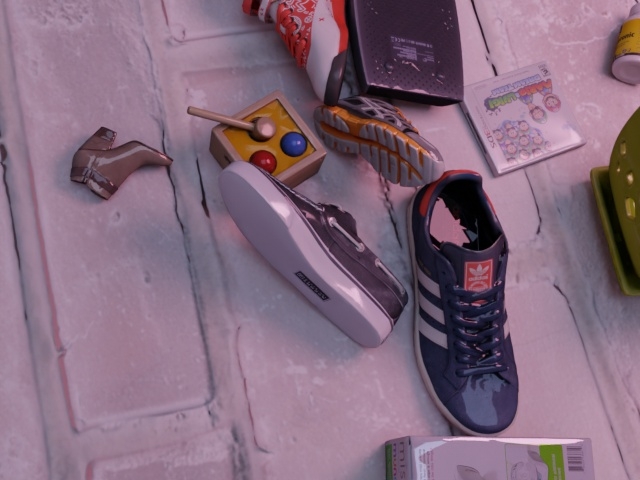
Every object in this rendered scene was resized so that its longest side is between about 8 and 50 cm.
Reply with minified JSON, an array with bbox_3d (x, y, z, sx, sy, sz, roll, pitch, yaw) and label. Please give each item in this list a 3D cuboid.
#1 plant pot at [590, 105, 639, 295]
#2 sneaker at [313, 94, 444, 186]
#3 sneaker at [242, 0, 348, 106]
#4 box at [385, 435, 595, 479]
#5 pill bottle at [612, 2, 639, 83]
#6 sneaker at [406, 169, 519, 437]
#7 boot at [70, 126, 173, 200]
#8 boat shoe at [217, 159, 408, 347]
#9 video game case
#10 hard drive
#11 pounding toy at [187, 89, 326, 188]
[{"bbox_3d":[0.507,-0.045,1.103,0.227,0.207,0.228,-5,70,-12],"label":"plant pot"},{"bbox_3d":[0.087,-0.144,1.096,0.083,0.084,0.215,-33,50,-29],"label":"sneaker"},{"bbox_3d":[-0.038,-0.297,1.133,0.145,0.090,0.270,6,57,-7],"label":"sneaker"},{"bbox_3d":[0.201,0.367,0.969,0.231,0.127,0.262,2,73,-9],"label":"box"},{"bbox_3d":[0.490,-0.305,1.259,0.065,0.065,0.116,20,70,-4],"label":"pill bottle"},{"bbox_3d":[0.188,0.073,1.045,0.131,0.148,0.350,-9,75,-13],"label":"sneaker"},{"bbox_3d":[-0.264,-0.093,1.075,0.118,0.042,0.087,23,77,-2],"label":"boot"},{"bbox_3d":[0.000,0.000,1.035,0.301,0.108,0.102,46,62,-13],"label":"boat shoe"},{"bbox_3d":[0.297,-0.182,1.211,0.157,0.019,0.143,-20,78,-16],"label":"video game case"},{"bbox_3d":[0.116,-0.315,1.182,0.172,0.054,0.254,4,70,-24],"label":"hard drive"},{"bbox_3d":[-0.086,-0.130,1.083,0.130,0.100,0.141,-34,82,-18],"label":"pounding toy"}]
